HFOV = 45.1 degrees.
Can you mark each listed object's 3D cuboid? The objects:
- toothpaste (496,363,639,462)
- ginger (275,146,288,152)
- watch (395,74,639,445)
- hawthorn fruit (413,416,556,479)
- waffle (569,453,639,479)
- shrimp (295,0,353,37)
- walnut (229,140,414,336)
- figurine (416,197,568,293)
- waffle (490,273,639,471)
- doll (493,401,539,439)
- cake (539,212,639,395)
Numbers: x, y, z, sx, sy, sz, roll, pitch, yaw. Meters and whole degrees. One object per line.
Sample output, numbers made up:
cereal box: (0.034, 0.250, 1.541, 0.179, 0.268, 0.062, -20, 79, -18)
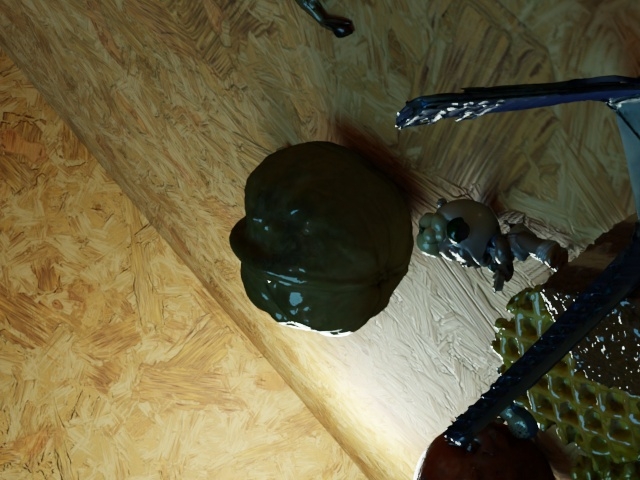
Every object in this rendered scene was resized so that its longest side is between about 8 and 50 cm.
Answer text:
toothpaste: (0.377, 0.214, 1.007, 0.313, 0.089, 0.071, 23, 152, 52)
ginger: (-0.064, -0.093, 1.439, 0.133, 0.059, 0.214, 28, 153, 37)
watch: (0.207, 0.003, 0.636, 0.068, 0.274, 0.276, 8, 108, 65)
hawthorn fruit: (0.283, 0.429, 1.361, 0.276, 0.276, 0.307, 26, 145, 49)
waffle: (0.494, 0.424, 1.174, 0.260, 0.069, 0.293, 44, 159, 13)
shrimp: (0.006, -0.301, 0.934, 0.124, 0.034, 0.178, 54, 162, -21)
walnut: (0.000, 0.002, 1.177, 0.277, 0.253, 0.282, 27, 150, 43)
figurine: (0.209, 0.007, 0.975, 0.197, 0.093, 0.147, 31, 179, 42)
waffle: (0.311, 0.159, 0.925, 0.245, 0.052, 0.254, 53, 150, 19)
doll: (0.336, 0.300, 1.314, 0.083, 0.050, 0.076, 44, 145, 19)
cake: (0.320, 0.059, 0.746, 0.135, 0.147, 0.134, 57, 158, -21)
